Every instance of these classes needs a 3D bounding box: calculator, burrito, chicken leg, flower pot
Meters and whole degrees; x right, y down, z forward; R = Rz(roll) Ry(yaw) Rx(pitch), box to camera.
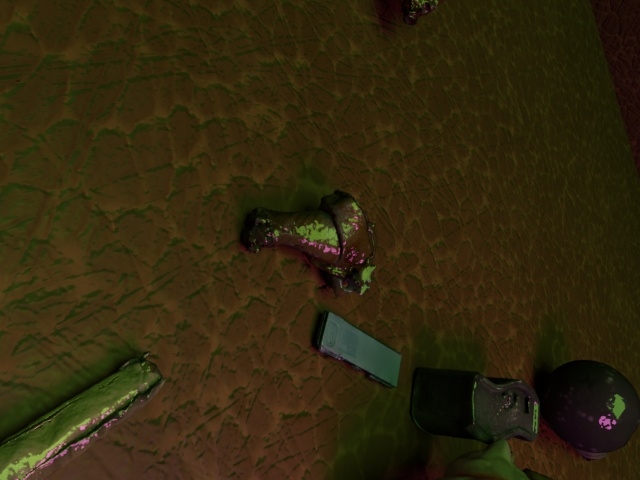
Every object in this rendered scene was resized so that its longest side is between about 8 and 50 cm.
[{"bbox_3d":[0.056,0.154,0.673,0.172,0.018,0.057,34,60,-35],"label":"calculator"},{"bbox_3d":[-0.209,0.158,0.399,0.045,0.041,0.185,39,43,21],"label":"burrito"},{"bbox_3d":[0.003,-0.007,0.619,0.196,0.080,0.125,31,73,-35],"label":"chicken leg"},{"bbox_3d":[0.254,0.267,0.782,0.229,0.108,0.103,21,68,-39],"label":"flower pot"}]

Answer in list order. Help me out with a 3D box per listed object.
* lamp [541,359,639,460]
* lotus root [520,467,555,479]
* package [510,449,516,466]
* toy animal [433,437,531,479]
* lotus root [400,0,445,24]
[{"bbox_3d":[0.570,0.398,1.042,0.182,0.182,0.313,-41,128,-42],"label":"lamp"},{"bbox_3d":[0.317,0.477,0.747,0.146,0.160,0.284,-46,138,-47],"label":"lotus root"},{"bbox_3d":[0.297,0.406,0.835,0.131,0.047,0.071,4,81,-46],"label":"package"},{"bbox_3d":[0.151,0.386,0.615,0.266,0.188,0.308,24,109,-22],"label":"toy animal"},{"bbox_3d":[0.190,-0.521,0.859,0.169,0.151,0.342,33,57,-35],"label":"lotus root"}]
